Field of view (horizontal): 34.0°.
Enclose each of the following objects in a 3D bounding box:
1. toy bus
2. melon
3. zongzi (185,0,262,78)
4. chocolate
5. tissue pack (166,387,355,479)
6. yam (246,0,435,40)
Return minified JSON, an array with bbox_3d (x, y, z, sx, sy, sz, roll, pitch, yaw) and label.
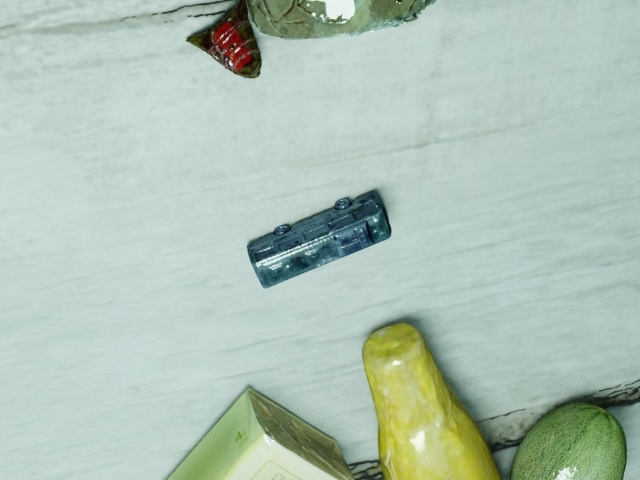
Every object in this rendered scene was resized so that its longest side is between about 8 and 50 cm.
[{"bbox_3d":[0.000,0.000,1.185,0.165,0.065,0.047,-23,116,-1],"label":"toy bus"},{"bbox_3d":[0.318,0.301,1.354,0.139,0.139,0.192,25,99,-22],"label":"melon"},{"bbox_3d":[-0.101,-0.203,1.086,0.073,0.067,0.083,-15,98,7],"label":"zongzi"},{"bbox_3d":[0.151,0.302,1.328,0.162,0.162,0.446,-23,113,-2],"label":"chocolate"},{"bbox_3d":[-0.095,0.321,1.277,0.159,0.125,0.234,35,101,-25],"label":"tissue pack"},{"bbox_3d":[-0.011,-0.360,0.930,0.241,0.241,0.348,-18,120,-4],"label":"yam"}]
